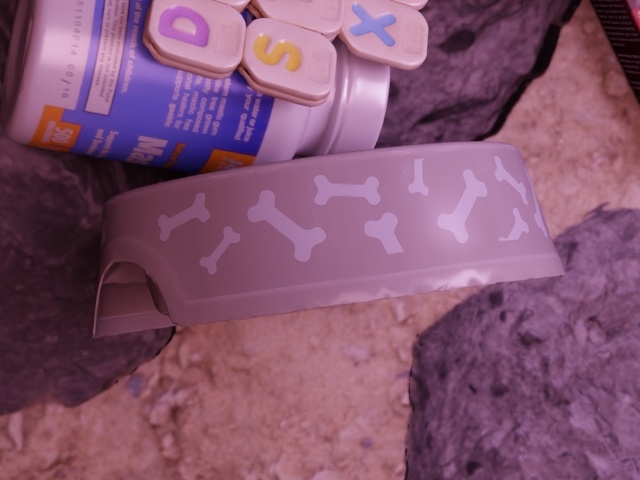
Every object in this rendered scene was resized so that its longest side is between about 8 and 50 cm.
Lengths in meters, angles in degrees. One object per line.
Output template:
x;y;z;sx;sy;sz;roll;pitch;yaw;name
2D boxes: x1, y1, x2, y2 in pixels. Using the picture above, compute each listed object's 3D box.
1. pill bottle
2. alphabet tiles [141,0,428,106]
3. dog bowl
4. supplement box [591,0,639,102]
-0.093;-0.126;1.284;0.272;0.152;0.152;10;96;-17;pill bottle
-0.044;-0.231;1.259;0.278;0.021;0.284;16;57;-14;alphabet tiles
0.000;0.000;1.244;0.349;0.349;0.102;-8;88;-15;dog bowl
0.305;-0.203;1.428;0.130;0.073;0.239;-32;105;-9;supplement box
